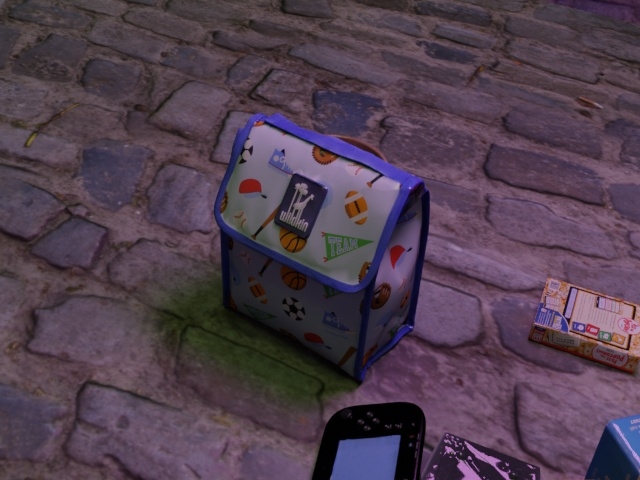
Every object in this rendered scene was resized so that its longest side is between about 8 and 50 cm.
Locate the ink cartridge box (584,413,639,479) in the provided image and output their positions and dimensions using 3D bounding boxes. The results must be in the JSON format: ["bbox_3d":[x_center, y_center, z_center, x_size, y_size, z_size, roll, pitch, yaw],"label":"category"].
[{"bbox_3d":[0.595,0.420,1.117,0.285,0.166,0.395,-8,40,-14],"label":"ink cartridge box"}]

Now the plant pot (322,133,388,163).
[{"bbox_3d":[0.026,-0.122,1.767,0.237,0.110,0.237,2,40,-2],"label":"plant pot"}]

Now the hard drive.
[{"bbox_3d":[0.213,0.408,1.181,0.172,0.054,0.255,18,41,15],"label":"hard drive"}]

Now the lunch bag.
[{"bbox_3d":[0.000,0.000,1.398,0.327,0.386,0.239,26,43,23],"label":"lunch bag"}]

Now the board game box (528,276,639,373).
[{"bbox_3d":[0.500,0.154,1.530,0.193,0.045,0.147,18,41,16],"label":"board game box"}]

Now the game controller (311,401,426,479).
[{"bbox_3d":[0.062,0.362,1.183,0.166,0.067,0.319,-18,32,26],"label":"game controller"}]
